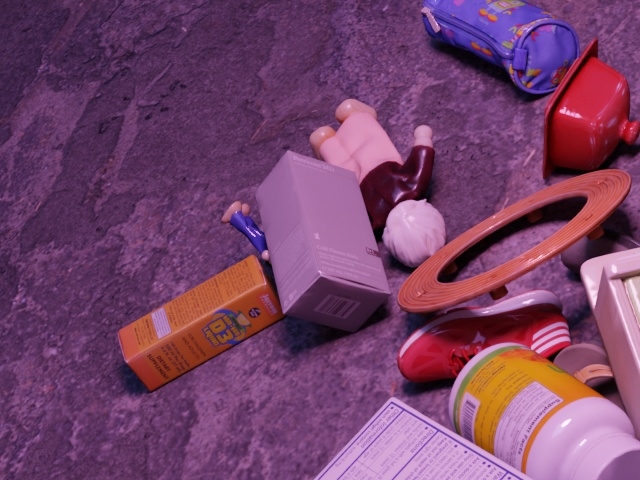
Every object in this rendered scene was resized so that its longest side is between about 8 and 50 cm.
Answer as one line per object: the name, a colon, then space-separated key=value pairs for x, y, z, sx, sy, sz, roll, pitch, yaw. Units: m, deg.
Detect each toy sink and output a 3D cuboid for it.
toy sink: x=0.393 y=0.083 z=1.561 sx=0.153 sy=0.131 sz=0.234 roll=-11 pitch=60 yaw=-1

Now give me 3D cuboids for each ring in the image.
ring: x=0.250 y=0.007 z=1.813 sx=0.336 sy=0.032 sz=0.336 roll=-29 pitch=11 yaw=6

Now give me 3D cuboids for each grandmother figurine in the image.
grandmother figurine: x=0.095 y=-0.083 z=2.075 sx=0.208 sy=0.104 sz=0.342 roll=-52 pitch=36 yaw=19

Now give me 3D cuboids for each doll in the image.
doll: x=-0.059 y=0.020 z=2.032 sx=0.189 sy=0.129 sz=0.046 roll=41 pitch=97 yaw=14

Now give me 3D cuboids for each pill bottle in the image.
pill bottle: x=0.261 y=0.219 z=1.566 sx=0.136 sy=0.136 sz=0.246 roll=-40 pitch=33 yaw=-10

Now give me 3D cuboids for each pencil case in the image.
pencil case: x=0.269 y=-0.329 z=2.198 sx=0.133 sy=0.119 sz=0.306 roll=-12 pitch=30 yaw=-24

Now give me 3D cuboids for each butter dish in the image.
butter dish: x=0.381 y=-0.165 z=1.942 sx=0.118 sy=0.160 sz=0.160 roll=24 pitch=61 yaw=22

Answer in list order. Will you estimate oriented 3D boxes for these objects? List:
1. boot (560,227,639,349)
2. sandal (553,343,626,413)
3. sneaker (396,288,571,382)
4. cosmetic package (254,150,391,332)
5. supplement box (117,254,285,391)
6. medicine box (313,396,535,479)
boot: x=0.359 y=0.080 z=1.721 sx=0.246 sy=0.083 sz=0.161 roll=19 pitch=66 yaw=47
sandal: x=0.327 y=0.177 z=1.629 sx=0.072 sy=0.049 sz=0.180 roll=-60 pitch=42 yaw=17
sneaker: x=0.204 y=0.146 z=1.746 sx=0.221 sy=0.087 sz=0.128 roll=-25 pitch=36 yaw=10
cosmetic package: x=0.000 y=0.000 z=1.963 sx=0.107 sy=0.127 sz=0.238 roll=-48 pitch=41 yaw=36
supplement box: x=-0.170 y=0.119 z=2.040 sx=0.233 sy=0.078 sz=0.080 roll=-31 pitch=37 yaw=2
medicine box: x=0.106 y=0.353 z=1.528 sx=0.263 sy=0.149 sz=0.289 roll=-44 pitch=39 yaw=-17
